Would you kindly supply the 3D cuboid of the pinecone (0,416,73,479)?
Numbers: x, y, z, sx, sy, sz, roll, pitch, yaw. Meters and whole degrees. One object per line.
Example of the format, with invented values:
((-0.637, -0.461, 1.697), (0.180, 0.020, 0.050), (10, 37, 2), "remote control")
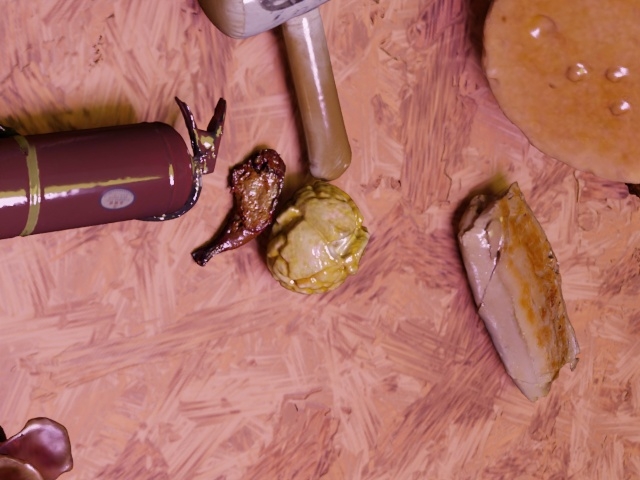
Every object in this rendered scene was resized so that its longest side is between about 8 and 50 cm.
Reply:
((-0.351, 0.317, 1.460), (0.384, 0.384, 0.384), (-9, 105, -35), "pinecone")

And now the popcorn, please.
((0.000, 0.000, 1.815), (0.116, 0.106, 0.121), (87, 24, -52), "popcorn")

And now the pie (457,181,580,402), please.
((0.239, 0.065, 2.030), (0.128, 0.068, 0.282), (-46, 124, -33), "pie")

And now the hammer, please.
((-0.013, -0.199, 1.769), (0.202, 0.113, 0.305), (-26, 122, -19), "hammer")

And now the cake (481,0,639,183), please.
((0.371, -0.274, 1.928), (0.332, 0.332, 0.321), (62, 40, -28), "cake")

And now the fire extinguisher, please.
((-0.238, -0.072, 1.626), (0.341, 0.105, 0.141), (-10, 108, -31), "fire extinguisher")

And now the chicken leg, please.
((-0.081, -0.031, 1.797), (0.062, 0.037, 0.145), (25, 84, -15), "chicken leg")

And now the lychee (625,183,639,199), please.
((0.424, -0.122, 2.078), (0.171, 0.171, 0.171), (-9, 105, -35), "lychee")
